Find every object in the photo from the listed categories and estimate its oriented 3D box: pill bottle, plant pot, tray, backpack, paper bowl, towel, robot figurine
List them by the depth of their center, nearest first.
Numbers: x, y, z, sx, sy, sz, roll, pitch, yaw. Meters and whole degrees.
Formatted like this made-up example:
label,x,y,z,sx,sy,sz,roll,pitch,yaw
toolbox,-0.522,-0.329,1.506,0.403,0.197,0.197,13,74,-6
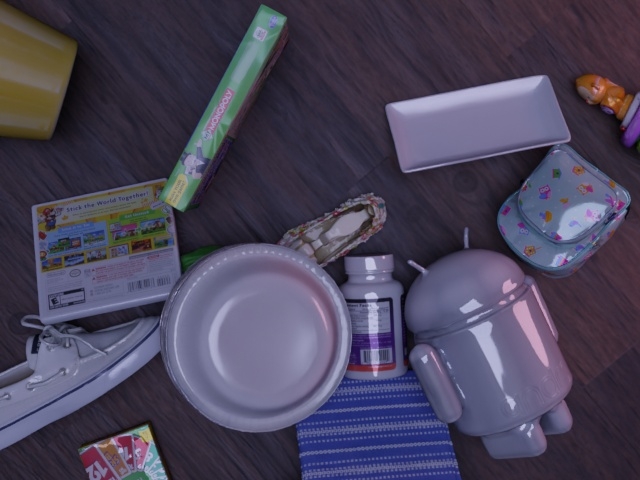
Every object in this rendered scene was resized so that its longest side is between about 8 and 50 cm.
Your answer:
label,x,y,z,sx,sy,sz,roll,pitch,yaw
paper bowl,-0.092,0.144,1.558,0.284,0.148,0.284,0,89,-15
plant pot,-0.506,-0.262,1.587,0.239,0.254,0.254,15,93,-17
towel,0.090,0.349,1.601,0.243,0.336,0.040,-4,138,-6
robot figurine,0.259,0.162,1.623,0.300,0.200,0.353,-30,96,-41
backpack,0.373,-0.040,1.637,0.166,0.144,0.188,42,99,18
tray,0.248,-0.181,1.665,0.270,0.030,0.145,-11,55,0
pill bottle,0.082,0.119,1.666,0.108,0.108,0.193,-3,93,0

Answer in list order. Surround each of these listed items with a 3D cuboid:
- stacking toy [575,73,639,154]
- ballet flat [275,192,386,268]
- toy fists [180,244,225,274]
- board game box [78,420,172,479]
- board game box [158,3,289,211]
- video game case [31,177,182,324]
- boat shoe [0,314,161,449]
label,x,y,z,sx,sy,sz,roll,pitch,yaw
stacking toy,0.538,-0.184,1.645,0.302,0.175,0.165,27,90,9
ballet flat,0.000,0.000,1.675,0.241,0.077,0.091,-37,88,2
toy fists,-0.153,0.145,1.675,0.142,0.096,0.279,-14,92,-9
board game box,-0.295,0.440,1.720,0.124,0.039,0.259,-20,96,1
board game box,-0.142,-0.195,1.595,0.046,0.213,0.317,29,92,-2
video game case,-0.338,0.015,1.654,0.227,0.026,0.206,-12,65,1
boat shoe,-0.421,0.185,1.654,0.367,0.136,0.156,-29,103,9
